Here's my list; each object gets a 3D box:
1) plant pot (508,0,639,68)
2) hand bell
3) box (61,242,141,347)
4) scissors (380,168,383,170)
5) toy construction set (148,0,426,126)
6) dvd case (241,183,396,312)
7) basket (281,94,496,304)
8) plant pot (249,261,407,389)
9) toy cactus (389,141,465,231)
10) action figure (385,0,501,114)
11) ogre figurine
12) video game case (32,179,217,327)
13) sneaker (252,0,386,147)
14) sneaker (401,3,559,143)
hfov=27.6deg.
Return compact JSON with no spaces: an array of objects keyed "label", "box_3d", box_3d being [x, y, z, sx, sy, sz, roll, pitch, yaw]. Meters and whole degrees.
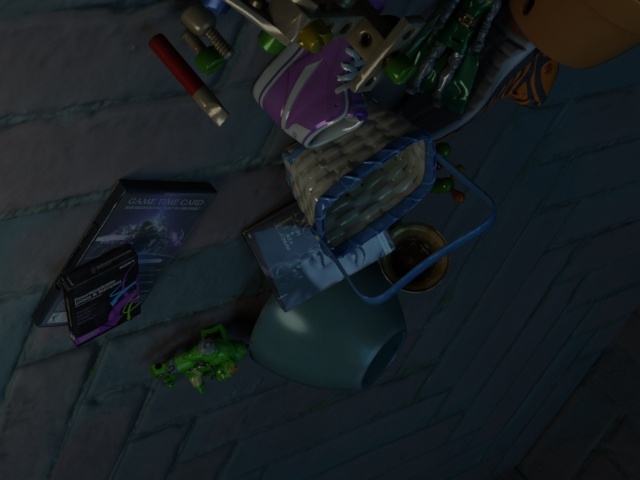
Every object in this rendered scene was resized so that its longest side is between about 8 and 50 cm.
[{"label":"plant pot","box_3d":[0.428,-0.403,2.010,0.291,0.291,0.203,-17,162,-40]},{"label":"hand bell","box_3d":[0.160,0.046,2.392,0.126,0.126,0.242,-38,175,-7]},{"label":"box","box_3d":[-0.324,0.083,1.935,0.116,0.029,0.162,-29,150,-23]},{"label":"scissors","box_3d":[0.180,-0.205,2.237,0.297,0.021,0.109,-36,152,-7]},{"label":"toy construction set","box_3d":[-0.022,-0.253,1.598,0.309,0.237,0.257,-40,172,8]},{"label":"dvd case","box_3d":[0.000,0.000,2.174,0.221,0.018,0.164,-30,113,-8]},{"label":"basket","box_3d":[0.098,-0.067,2.031,0.255,0.289,0.201,-33,148,-10]},{"label":"plant pot","box_3d":[0.039,0.158,2.343,0.290,0.195,0.290,-45,160,-22]},{"label":"toy cactus","box_3d":[0.156,-0.081,2.328,0.181,0.112,0.219,-4,147,-37]},{"label":"action figure","box_3d":[0.213,-0.322,2.019,0.232,0.137,0.063,-62,-171,21]},{"label":"ogre figurine","box_3d":[-0.205,0.209,2.285,0.118,0.096,0.197,-31,143,21]},{"label":"video game case","box_3d":[-0.291,0.022,1.945,0.196,0.026,0.274,-1,132,-53]},{"label":"sneaker","box_3d":[0.044,-0.253,1.822,0.282,0.161,0.102,-52,151,19]},{"label":"sneaker","box_3d":[0.289,-0.247,2.175,0.321,0.124,0.180,-40,146,4]}]
